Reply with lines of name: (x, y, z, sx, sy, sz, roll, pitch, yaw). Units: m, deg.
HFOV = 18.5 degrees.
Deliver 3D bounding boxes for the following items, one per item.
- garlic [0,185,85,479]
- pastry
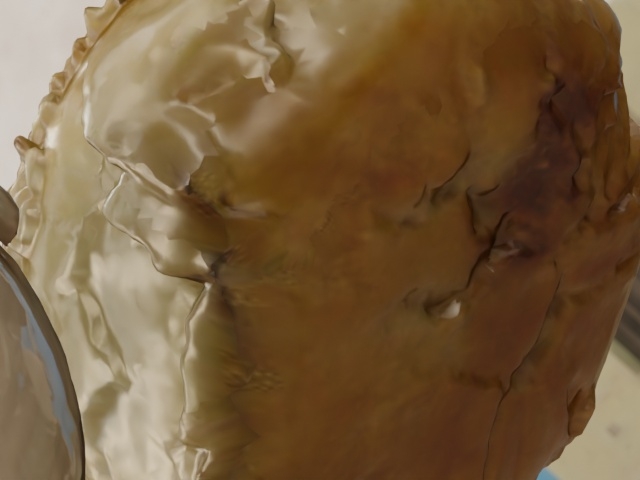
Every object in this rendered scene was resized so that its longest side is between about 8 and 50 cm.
garlic: (-0.190, 0.089, 0.378, 0.322, 0.322, 0.241, -51, -12, 33)
pastry: (0.000, 0.000, 1.081, 0.410, 0.245, 0.409, -21, -59, -38)
